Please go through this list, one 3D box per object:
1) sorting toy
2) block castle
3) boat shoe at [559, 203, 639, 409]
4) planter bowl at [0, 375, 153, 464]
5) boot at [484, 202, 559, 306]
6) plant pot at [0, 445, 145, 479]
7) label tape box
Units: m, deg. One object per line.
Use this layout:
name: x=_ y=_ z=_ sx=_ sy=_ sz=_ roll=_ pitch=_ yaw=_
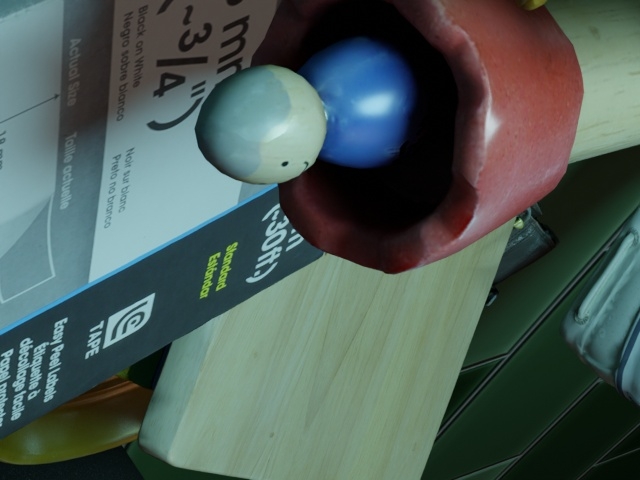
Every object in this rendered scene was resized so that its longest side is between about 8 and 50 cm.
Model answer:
sorting toy: x=0.000 y=0.000 z=1.037 sx=0.255 sy=0.089 sz=0.257 roll=21 pitch=88 yaw=-58
block castle: x=0.089 y=-0.218 z=0.433 sx=0.213 sy=0.303 sz=0.453 roll=-16 pitch=160 yaw=-44
boat shoe: x=0.274 y=-0.067 z=1.316 sx=0.136 sy=0.156 sz=0.367 roll=8 pitch=112 yaw=-51
planter bowl: x=-0.121 y=0.048 z=1.163 sx=0.217 sy=0.090 sz=0.217 roll=-24 pitch=161 yaw=-9
boot: x=0.056 y=0.027 z=1.370 sx=0.229 sy=0.091 sz=0.263 roll=-37 pitch=163 yaw=13
plant pot: x=-0.226 y=0.181 z=1.261 sx=0.167 sy=0.187 sz=0.188 roll=-25 pitch=164 yaw=-41
label tape box: x=-0.051 y=-0.076 z=0.724 sx=0.333 sy=0.106 sz=0.241 roll=-29 pitch=152 yaw=-31
